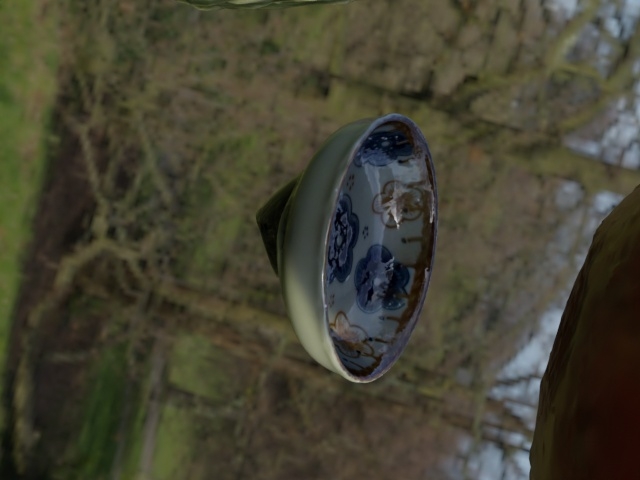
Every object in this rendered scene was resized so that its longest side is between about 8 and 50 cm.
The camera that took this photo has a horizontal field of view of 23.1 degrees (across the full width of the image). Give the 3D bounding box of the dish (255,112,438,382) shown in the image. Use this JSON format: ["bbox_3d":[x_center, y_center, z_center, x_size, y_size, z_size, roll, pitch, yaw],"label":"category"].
[{"bbox_3d":[0.000,0.000,0.828,0.141,0.078,0.141,-28,121,-59],"label":"dish"}]

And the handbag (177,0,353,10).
[{"bbox_3d":[-0.039,-0.187,0.348,0.240,0.340,0.247,23,71,-84],"label":"handbag"}]

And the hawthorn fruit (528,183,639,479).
[{"bbox_3d":[0.193,0.064,0.484,0.330,0.287,0.287,42,61,-58],"label":"hawthorn fruit"}]
